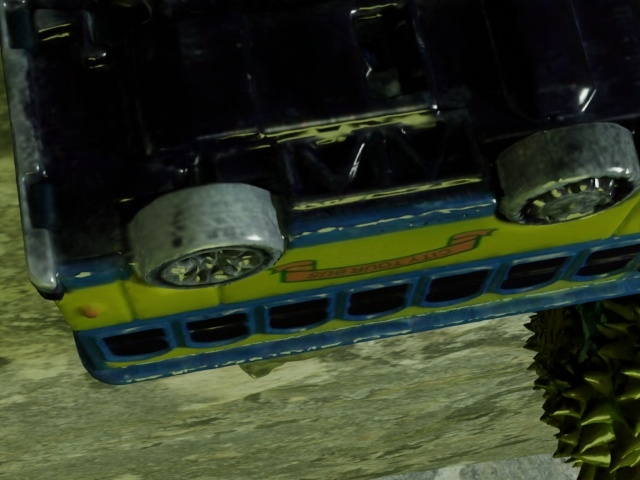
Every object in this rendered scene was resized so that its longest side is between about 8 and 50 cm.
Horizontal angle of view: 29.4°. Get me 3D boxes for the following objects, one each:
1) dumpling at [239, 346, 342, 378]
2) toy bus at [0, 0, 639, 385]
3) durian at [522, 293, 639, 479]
[{"bbox_3d":[0.003,0.001,0.699,0.155,0.111,0.181,-37,-174,-34],"label":"dumpling"},{"bbox_3d":[0.026,-0.043,0.504,0.288,0.138,0.175,-9,161,-6],"label":"toy bus"},{"bbox_3d":[0.223,0.039,0.668,0.225,0.291,0.291,6,156,-35],"label":"durian"}]
